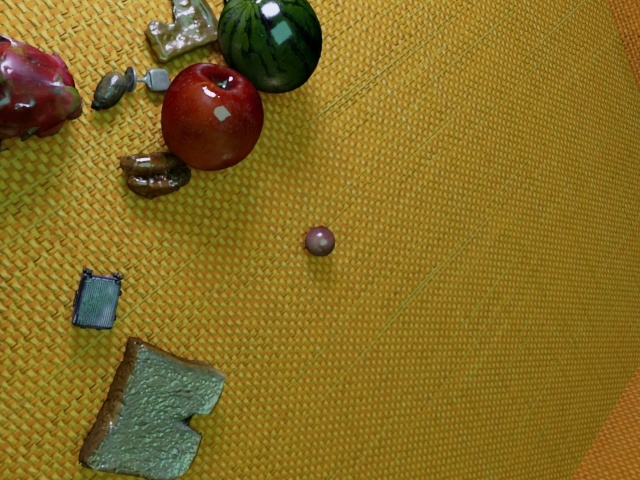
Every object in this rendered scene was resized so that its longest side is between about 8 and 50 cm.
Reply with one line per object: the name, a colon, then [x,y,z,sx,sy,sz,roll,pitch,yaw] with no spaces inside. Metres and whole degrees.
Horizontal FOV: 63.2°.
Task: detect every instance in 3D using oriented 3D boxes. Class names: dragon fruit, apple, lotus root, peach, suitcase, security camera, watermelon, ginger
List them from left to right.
dragon fruit: [-0.574,-0.247,0.956,0.269,0.198,0.200,-55,161,-12]
suitcase: [-0.469,0.125,1.092,0.086,0.059,0.126,13,85,-30]
lotus root: [-0.444,-0.311,1.093,0.049,0.054,0.099,31,74,-8]
security camera: [-0.377,-0.350,1.142,0.092,0.058,0.058,-7,96,-44]
ginger: [-0.351,-0.145,1.145,0.162,0.073,0.103,-14,100,-32]
apple: [-0.234,-0.267,1.129,0.218,0.201,0.218,21,42,-20]
watermelon: [-0.112,-0.458,1.182,0.243,0.242,0.242,-2,93,-32]
peach: [-0.001,0.001,1.366,0.083,0.083,0.083,-2,93,-32]

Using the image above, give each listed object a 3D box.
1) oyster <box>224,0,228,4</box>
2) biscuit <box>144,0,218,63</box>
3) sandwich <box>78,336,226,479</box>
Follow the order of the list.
oyster: [-0.213,-0.591,1.245,0.054,0.019,0.083,-7,94,-33]
biscuit: [-0.325,-0.501,1.167,0.183,0.039,0.174,-40,113,-25]
sandwich: [-0.360,0.382,1.153,0.249,0.095,0.273,29,76,-33]
